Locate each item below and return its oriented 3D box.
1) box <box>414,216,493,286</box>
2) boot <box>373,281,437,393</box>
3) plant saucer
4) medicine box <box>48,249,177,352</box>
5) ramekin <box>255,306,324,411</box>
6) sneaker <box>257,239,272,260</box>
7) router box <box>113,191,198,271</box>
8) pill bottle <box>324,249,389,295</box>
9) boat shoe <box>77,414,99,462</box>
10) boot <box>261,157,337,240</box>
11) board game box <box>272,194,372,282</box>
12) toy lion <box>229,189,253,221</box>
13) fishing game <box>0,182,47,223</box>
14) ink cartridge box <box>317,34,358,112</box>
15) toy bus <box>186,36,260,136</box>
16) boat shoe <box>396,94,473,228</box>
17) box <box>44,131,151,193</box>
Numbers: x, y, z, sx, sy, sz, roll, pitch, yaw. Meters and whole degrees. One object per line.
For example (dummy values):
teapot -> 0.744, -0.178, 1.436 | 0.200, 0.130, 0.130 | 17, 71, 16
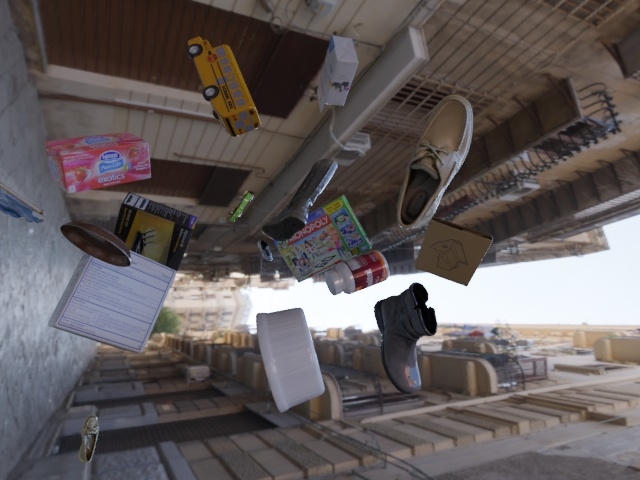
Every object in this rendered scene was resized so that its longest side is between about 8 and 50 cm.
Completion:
box -> 0.359, 0.035, 1.176 | 0.201, 0.164, 0.021 | 95, 19, -48
boot -> 0.293, 0.322, 1.380 | 0.222, 0.118, 0.338 | -37, -114, 54
plant saucer -> -0.512, 0.005, 0.985 | 0.168, 0.168, 0.029 | -38, -154, 57
medicine box -> -0.652, 0.177, 1.351 | 0.149, 0.263, 0.289 | -11, -125, 50
ramekin -> -0.082, 0.321, 1.192 | 0.277, 0.135, 0.277 | 164, -90, -85
sneaker -> -0.227, 0.040, 1.764 | 0.098, 0.038, 0.069 | 58, -19, -4
router box -> -0.603, 0.009, 1.511 | 0.309, 0.242, 0.081 | -59, -160, 32
pill bottle -> 0.091, 0.086, 1.084 | 0.086, 0.152, 0.086 | 54, -25, 41
boat shoe -> -0.802, 0.689, 1.480 | 0.048, 0.056, 0.153 | -24, -128, 35
boot -> -0.054, -0.107, 1.103 | 0.189, 0.076, 0.209 | -18, -137, 47
board game box -> 0.000, 0.000, 1.561 | 0.317, 0.046, 0.214 | -28, -81, 21
toy lion -> -0.244, -0.101, 1.295 | 0.100, 0.034, 0.096 | -53, -165, 5
fishing game -> -0.641, -0.098, 0.845 | 0.264, 0.189, 0.041 | 4, -124, 40
ink cartridge box -> 0.043, -0.450, 1.173 | 0.181, 0.061, 0.104 | 115, -28, -56
toy bus -> -0.303, -0.485, 1.313 | 0.108, 0.130, 0.333 | 74, -7, -69
boat shoe -> 0.243, -0.165, 0.921 | 0.109, 0.098, 0.302 | 26, -74, 17
box -> -0.785, -0.286, 1.520 | 0.154, 0.300, 0.142 | 30, -54, 34
